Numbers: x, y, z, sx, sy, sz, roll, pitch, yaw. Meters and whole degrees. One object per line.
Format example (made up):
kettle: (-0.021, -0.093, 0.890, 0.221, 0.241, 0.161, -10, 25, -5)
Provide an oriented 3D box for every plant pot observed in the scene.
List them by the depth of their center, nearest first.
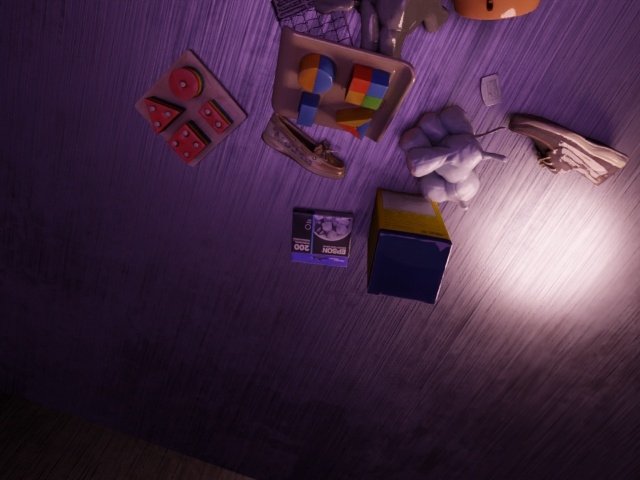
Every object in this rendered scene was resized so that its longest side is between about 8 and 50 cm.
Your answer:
plant pot: (0.428, -0.661, 1.063, 0.290, 0.291, 0.204, -4, 131, 8)

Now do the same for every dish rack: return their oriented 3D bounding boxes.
dish rack: (-0.017, -0.580, 1.245, 0.208, 0.074, 0.272, -16, 112, 12)

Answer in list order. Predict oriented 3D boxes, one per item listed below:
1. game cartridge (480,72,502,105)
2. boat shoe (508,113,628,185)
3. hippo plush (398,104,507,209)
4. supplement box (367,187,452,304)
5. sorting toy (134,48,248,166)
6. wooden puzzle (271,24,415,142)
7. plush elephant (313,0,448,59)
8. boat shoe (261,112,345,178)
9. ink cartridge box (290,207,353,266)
game cartridge: (0.491, -0.434, 1.294, 0.055, 0.017, 0.083, -14, 113, 9)
boat shoe: (0.699, -0.253, 1.294, 0.355, 0.132, 0.130, 22, 115, -3)
hippo plush: (0.391, -0.236, 1.326, 0.294, 0.235, 0.237, -1, 147, 23)
supplement box: (0.248, 0.003, 1.337, 0.194, 0.357, 0.195, 10, 116, 2)
sorting toy: (-0.406, -0.390, 1.368, 0.257, 0.089, 0.255, -36, 107, 20)
wooden puzzle: (0.039, -0.389, 1.214, 0.347, 0.081, 0.322, 16, 158, -6)
plush elephant: (0.135, -0.613, 1.119, 0.255, 0.330, 0.272, 42, 92, 22)
boat shoe: (-0.042, -0.282, 1.372, 0.285, 0.105, 0.089, 27, 118, -6)
ink cartridge box: (0.000, 0.000, 1.536, 0.206, 0.045, 0.208, 5, 117, 3)
